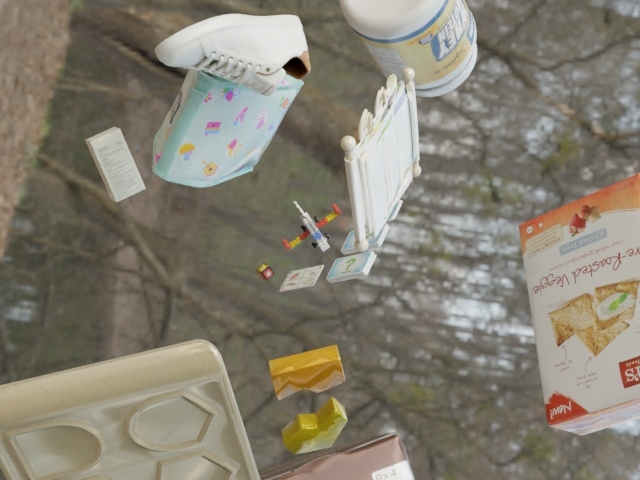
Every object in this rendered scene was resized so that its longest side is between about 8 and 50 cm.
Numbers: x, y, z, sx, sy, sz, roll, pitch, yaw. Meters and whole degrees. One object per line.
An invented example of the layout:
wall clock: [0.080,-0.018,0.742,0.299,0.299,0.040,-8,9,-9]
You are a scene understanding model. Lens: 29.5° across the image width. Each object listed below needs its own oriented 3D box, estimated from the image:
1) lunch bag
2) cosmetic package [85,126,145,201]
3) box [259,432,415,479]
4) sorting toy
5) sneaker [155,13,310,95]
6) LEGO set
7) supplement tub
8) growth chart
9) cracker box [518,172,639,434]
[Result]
lunch bag: [-0.185,-0.222,2.168,0.262,0.160,0.223,-22,147,-59]
cosmetic package: [-0.350,-0.130,2.076,0.041,0.060,0.115,26,-42,65]
box: [-0.012,0.336,1.490,0.381,0.191,0.143,125,-54,-73]
sorting toy: [-0.124,0.179,1.082,0.041,0.307,0.229,-105,-178,-50]
sneaker: [-0.126,-0.293,1.964,0.106,0.290,0.123,-29,-102,50]
LEGO set: [0.000,0.000,2.010,0.060,0.244,0.182,54,44,-27]
supplement tub: [0.121,-0.286,1.587,0.200,0.144,0.144,44,48,-59]
growth chart: [0.074,-0.100,1.378,0.237,0.021,0.172,-54,145,-53]
cracker box: [0.297,0.067,1.253,0.156,0.067,0.232,-26,-123,37]
